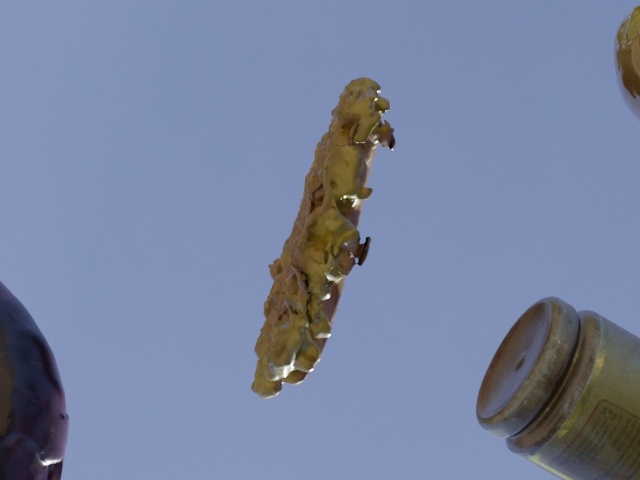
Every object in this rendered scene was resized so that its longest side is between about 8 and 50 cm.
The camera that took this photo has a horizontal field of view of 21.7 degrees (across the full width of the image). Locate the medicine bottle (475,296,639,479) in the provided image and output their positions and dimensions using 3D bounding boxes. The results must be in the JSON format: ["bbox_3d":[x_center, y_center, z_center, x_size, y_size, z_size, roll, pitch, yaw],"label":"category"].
[{"bbox_3d":[0.314,0.187,1.550,0.151,0.322,0.151,-57,-170,16],"label":"medicine bottle"}]

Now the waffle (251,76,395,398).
[{"bbox_3d":[0.000,0.000,1.601,0.302,0.068,0.325,-153,-102,-84],"label":"waffle"}]

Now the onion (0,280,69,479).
[{"bbox_3d":[-0.357,0.152,1.288,0.348,0.347,0.285,-60,173,-11],"label":"onion"}]

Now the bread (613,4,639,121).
[{"bbox_3d":[0.334,-0.170,1.253,0.260,0.156,0.158,-9,-104,24],"label":"bread"}]
